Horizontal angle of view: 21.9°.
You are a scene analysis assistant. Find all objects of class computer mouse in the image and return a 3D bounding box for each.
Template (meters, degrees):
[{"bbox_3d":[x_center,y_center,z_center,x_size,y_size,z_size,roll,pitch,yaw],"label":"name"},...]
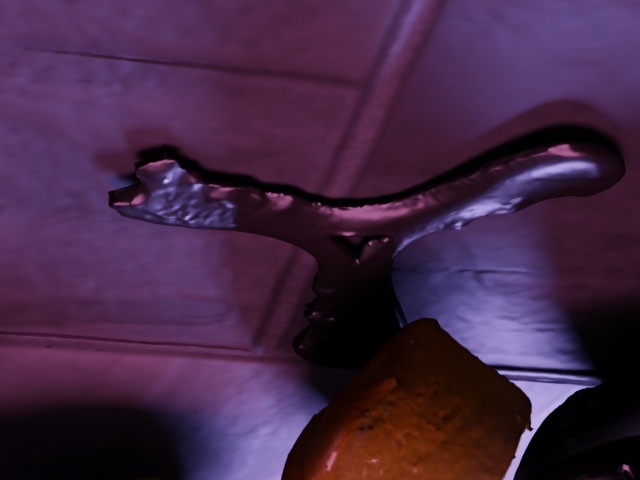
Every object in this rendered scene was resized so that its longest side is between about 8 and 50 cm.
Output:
[{"bbox_3d":[0.187,0.112,0.814,0.137,0.096,0.233,-25,149,38],"label":"computer mouse"}]

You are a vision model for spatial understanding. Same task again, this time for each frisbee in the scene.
[{"bbox_3d":[0.000,0.000,0.689,0.187,0.012,0.211,11,147,-24],"label":"frisbee"}]

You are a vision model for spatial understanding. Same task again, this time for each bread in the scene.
[{"bbox_3d":[0.037,0.118,0.784,0.094,0.102,0.245,32,159,12],"label":"bread"}]

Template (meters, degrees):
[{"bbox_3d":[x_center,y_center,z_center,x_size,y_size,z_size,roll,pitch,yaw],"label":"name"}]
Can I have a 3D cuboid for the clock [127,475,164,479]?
[{"bbox_3d":[-0.138,0.164,0.871,0.237,0.057,0.237,-15,170,-3],"label":"clock"}]
